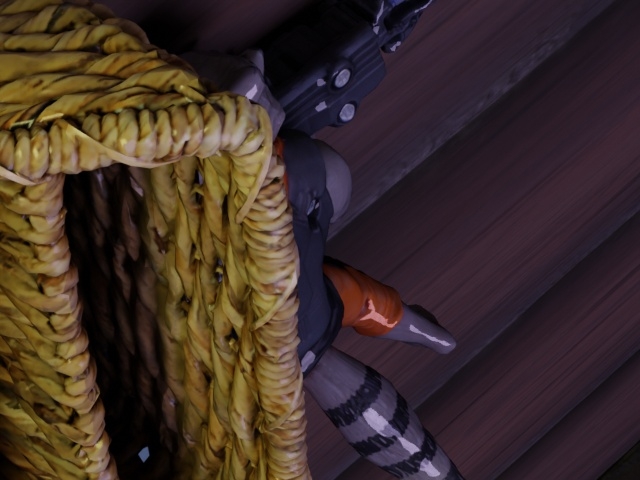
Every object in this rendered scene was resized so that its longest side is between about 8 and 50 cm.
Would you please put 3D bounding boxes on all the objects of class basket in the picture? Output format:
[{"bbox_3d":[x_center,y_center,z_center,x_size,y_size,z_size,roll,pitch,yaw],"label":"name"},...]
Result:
[{"bbox_3d":[-0.152,0.051,0.721,0.213,0.223,0.299,-36,146,-29],"label":"basket"}]

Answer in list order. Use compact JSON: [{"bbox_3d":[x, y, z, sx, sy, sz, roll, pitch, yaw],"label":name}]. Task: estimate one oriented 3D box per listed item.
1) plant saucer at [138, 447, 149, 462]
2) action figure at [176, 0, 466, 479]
[{"bbox_3d":[-0.178,0.220,1.328,0.317,0.044,0.318,-37,158,-18],"label":"plant saucer"},{"bbox_3d":[0.000,0.000,1.020,0.341,0.178,0.330,-45,139,-13],"label":"action figure"}]
